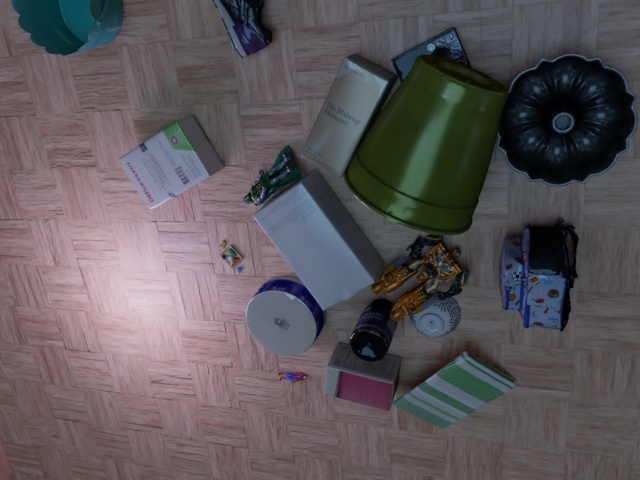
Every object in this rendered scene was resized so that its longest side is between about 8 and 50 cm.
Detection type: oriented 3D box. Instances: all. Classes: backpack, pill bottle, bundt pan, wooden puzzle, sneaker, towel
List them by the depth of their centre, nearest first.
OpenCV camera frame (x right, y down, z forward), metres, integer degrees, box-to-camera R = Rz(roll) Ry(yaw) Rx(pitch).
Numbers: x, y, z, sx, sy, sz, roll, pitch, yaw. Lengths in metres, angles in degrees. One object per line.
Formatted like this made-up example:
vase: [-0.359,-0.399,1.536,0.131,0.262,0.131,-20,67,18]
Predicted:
bundt pan: [0.613,-0.312,1.453,0.331,0.124,0.330,7,115,15]
backpack: [0.602,0.114,1.578,0.213,0.276,0.263,-3,118,25]
sneaker: [-0.228,-0.675,1.611,0.124,0.107,0.283,-22,108,11]
pill bottle: [0.176,0.277,1.808,0.123,0.219,0.122,7,115,16]
towel: [0.439,0.499,1.876,0.248,0.038,0.325,31,123,-23]
wooden puzzle: [-0.316,0.059,2.000,0.116,0.014,0.078,41,119,-2]

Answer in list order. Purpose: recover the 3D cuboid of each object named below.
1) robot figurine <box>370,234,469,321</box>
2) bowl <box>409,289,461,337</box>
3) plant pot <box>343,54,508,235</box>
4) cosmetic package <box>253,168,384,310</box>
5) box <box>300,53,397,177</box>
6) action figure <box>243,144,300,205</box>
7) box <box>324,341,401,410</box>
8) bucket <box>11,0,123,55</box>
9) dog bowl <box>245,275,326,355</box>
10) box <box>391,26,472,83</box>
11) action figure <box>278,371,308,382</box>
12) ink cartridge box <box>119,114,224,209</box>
robot figurine: [0.308,0.115,1.747,0.291,0.085,0.211,-39,82,22]
bowl: [0.357,0.249,1.814,0.170,0.080,0.170,8,115,17]
plant pot: [0.288,-0.261,1.444,0.366,0.366,0.353,25,119,7]
cosmetic package: [0.000,0.000,1.787,0.217,0.156,0.385,-30,102,28]
box: [0.078,-0.352,1.620,0.148,0.121,0.311,29,119,6]
action figure: [-0.166,-0.182,1.796,0.232,0.063,0.137,-39,52,34]
box: [0.145,0.461,1.941,0.232,0.148,0.126,11,117,15]
bucket: [-0.749,-0.703,1.715,0.281,0.183,0.281,7,115,15]
dog bowl: [-0.120,0.262,1.970,0.265,0.104,0.264,7,115,16]
box: [0.313,-0.445,1.542,0.184,0.045,0.190,-21,105,24]
action figure: [-0.101,0.508,2.117,0.115,0.030,0.038,-6,106,19]
ink cartridge box: [-0.486,-0.252,1.862,0.273,0.115,0.198,-24,103,26]
